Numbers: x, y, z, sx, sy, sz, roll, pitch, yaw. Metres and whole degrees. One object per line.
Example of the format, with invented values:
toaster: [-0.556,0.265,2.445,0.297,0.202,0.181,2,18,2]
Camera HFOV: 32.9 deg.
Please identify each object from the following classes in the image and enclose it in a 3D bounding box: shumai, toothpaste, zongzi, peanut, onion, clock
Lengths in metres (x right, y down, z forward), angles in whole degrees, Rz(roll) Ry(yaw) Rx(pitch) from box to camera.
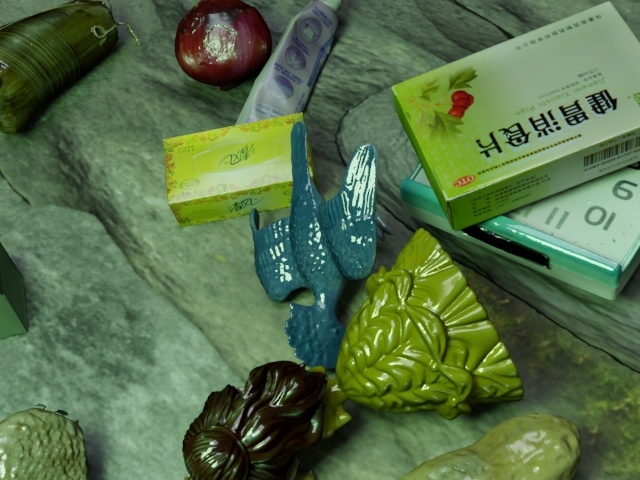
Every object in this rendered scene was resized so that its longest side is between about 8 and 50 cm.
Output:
shumai: [-0.294,0.239,1.067,0.116,0.145,0.146,-23,38,43]
toothpaste: [-0.039,-0.211,1.411,0.075,0.048,0.301,27,65,-3]
zongzi: [-0.421,-0.270,1.502,0.241,0.111,0.248,22,54,33]
peanut: [0.150,0.227,0.999,0.214,0.099,0.099,-22,51,-14]
onion: [-0.129,-0.258,1.422,0.131,0.131,0.131,-6,51,7]
clock: [0.258,-0.066,1.202,0.262,0.116,0.231,24,64,28]

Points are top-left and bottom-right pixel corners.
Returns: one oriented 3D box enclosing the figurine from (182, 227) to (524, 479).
figurine: [0.012,0.146,1.050,0.315,0.187,0.168,-29,15,-6]

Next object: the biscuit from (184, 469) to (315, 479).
biscuit: [-0.085,0.302,1.026,0.144,0.016,0.203,2,52,13]

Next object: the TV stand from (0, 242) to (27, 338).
TV stand: [-0.480,0.089,1.235,0.269,0.083,0.088,-18,51,-2]

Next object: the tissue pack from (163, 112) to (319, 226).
tissue pack: [-0.095,-0.085,1.301,0.176,0.062,0.095,-11,60,4]

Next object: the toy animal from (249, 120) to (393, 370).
toy animal: [0.000,0.000,1.165,0.176,0.239,0.255,-27,91,-45]

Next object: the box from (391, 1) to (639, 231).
box: [0.226,-0.134,1.148,0.260,0.062,0.175,-21,54,0]
